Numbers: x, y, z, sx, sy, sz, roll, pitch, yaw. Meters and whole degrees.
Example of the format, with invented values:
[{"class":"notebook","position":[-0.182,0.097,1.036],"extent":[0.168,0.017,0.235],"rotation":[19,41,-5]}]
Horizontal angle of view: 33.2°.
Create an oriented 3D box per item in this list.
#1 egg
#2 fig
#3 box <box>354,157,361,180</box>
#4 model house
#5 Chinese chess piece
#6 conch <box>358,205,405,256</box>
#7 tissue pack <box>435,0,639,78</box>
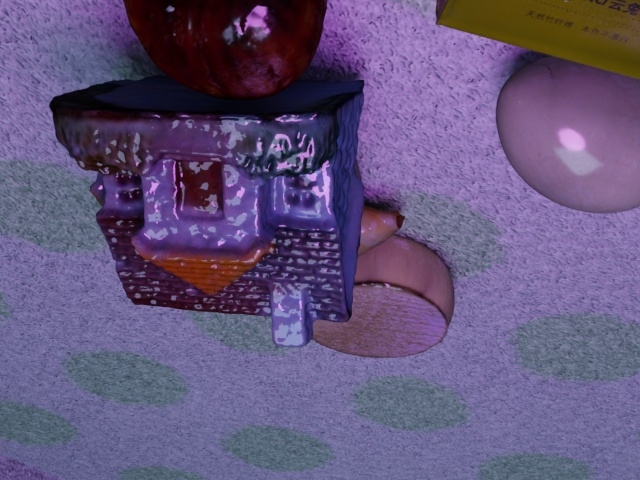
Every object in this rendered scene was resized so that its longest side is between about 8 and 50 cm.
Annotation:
[{"class":"egg","position":[0.328,-0.133,1.326],"extent":[0.253,0.187,0.186],"rotation":[21,145,-22]},{"class":"fig","position":[-0.096,-0.267,1.203],"extent":[0.223,0.224,0.263],"rotation":[-5,142,19]},{"class":"box","position":[-0.079,-0.108,1.558],"extent":[0.259,0.071,0.168],"rotation":[-1,145,13]},{"class":"model house","position":[-0.135,-0.026,1.367],"extent":[0.360,0.297,0.339],"rotation":[3,109,10]},{"class":"Chinese chess piece","position":[0.089,0.097,1.798],"extent":[0.269,0.112,0.270],"rotation":[5,147,3]},{"class":"conch","position":[-0.001,0.012,1.644],"extent":[0.255,0.127,0.158],"rotation":[-4,166,18]},{"class":"tissue pack","position":[0.280,-0.299,1.101],"extent":[0.274,0.167,0.200],"rotation":[13,147,-8]}]
